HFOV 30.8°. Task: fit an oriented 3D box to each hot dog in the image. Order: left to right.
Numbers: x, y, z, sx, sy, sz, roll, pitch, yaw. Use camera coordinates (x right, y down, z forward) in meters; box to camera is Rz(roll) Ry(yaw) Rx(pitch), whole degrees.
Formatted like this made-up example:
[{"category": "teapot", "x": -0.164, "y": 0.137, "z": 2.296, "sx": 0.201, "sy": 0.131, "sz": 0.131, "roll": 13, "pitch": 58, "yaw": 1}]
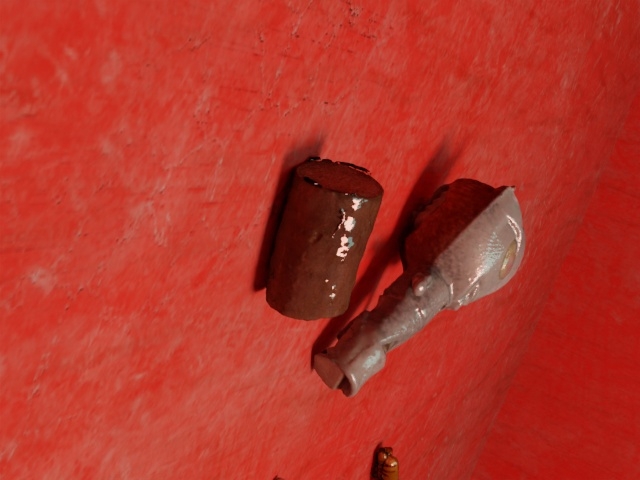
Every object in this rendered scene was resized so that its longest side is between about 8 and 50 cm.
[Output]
[{"category": "hot dog", "x": 0.096, "y": 0.349, "z": 1.741, "sx": 0.037, "sy": 0.049, "sz": 0.122, "roll": -19, "pitch": 140, "yaw": -13}]

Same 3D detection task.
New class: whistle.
[{"category": "whistle", "x": 0.120, "y": 0.039, "z": 1.286, "sx": 0.346, "sy": 0.133, "sz": 0.142, "roll": -42, "pitch": -167, "yaw": -31}]

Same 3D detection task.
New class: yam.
[{"category": "yam", "x": 0.002, "y": 0.001, "z": 0.954, "sx": 0.084, "sy": 0.084, "sz": 0.127, "roll": -34, "pitch": 141, "yaw": -59}]

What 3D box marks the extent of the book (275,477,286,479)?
[{"category": "book", "x": -0.126, "y": 0.405, "z": 1.213, "sx": 0.295, "sy": 0.020, "sz": 0.208, "roll": -41, "pitch": 150, "yaw": -52}]
